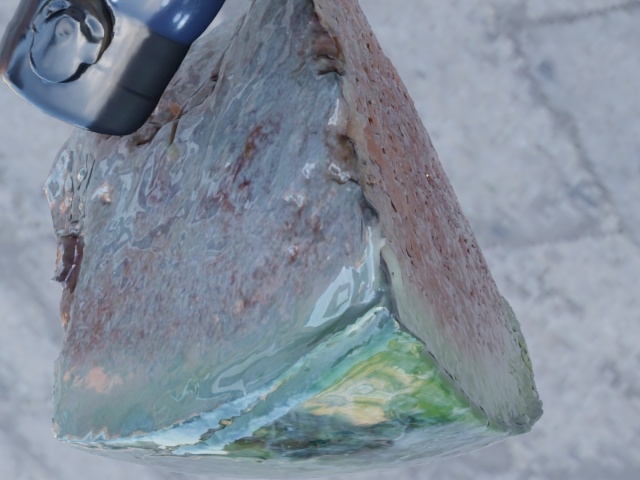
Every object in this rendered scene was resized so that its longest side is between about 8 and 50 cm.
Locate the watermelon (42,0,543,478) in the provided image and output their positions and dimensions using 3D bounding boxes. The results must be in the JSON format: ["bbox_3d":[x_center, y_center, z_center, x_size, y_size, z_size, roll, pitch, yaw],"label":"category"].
[{"bbox_3d":[0.000,0.000,0.826,0.232,0.310,0.193,49,115,4],"label":"watermelon"}]

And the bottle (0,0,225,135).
[{"bbox_3d":[-0.040,-0.155,0.733,0.072,0.244,0.082,30,-171,6],"label":"bottle"}]
